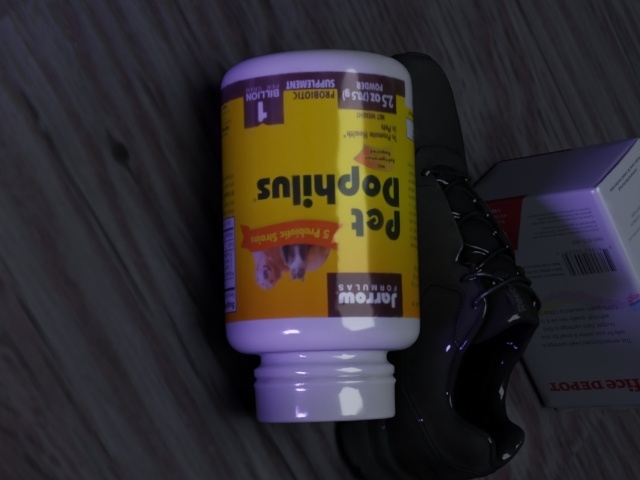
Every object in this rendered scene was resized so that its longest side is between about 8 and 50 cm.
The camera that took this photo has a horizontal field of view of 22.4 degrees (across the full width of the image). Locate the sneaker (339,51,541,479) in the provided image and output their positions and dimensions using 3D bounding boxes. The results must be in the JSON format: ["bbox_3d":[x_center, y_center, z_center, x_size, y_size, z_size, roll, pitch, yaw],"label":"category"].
[{"bbox_3d":[0.083,0.018,1.036,0.109,0.130,0.286,-1,85,-41],"label":"sneaker"}]

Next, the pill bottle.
[{"bbox_3d":[0.000,0.000,0.968,0.117,0.117,0.215,3,83,-43],"label":"pill bottle"}]

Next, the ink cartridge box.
[{"bbox_3d":[0.190,0.028,1.136,0.072,0.127,0.175,-43,115,-40],"label":"ink cartridge box"}]
